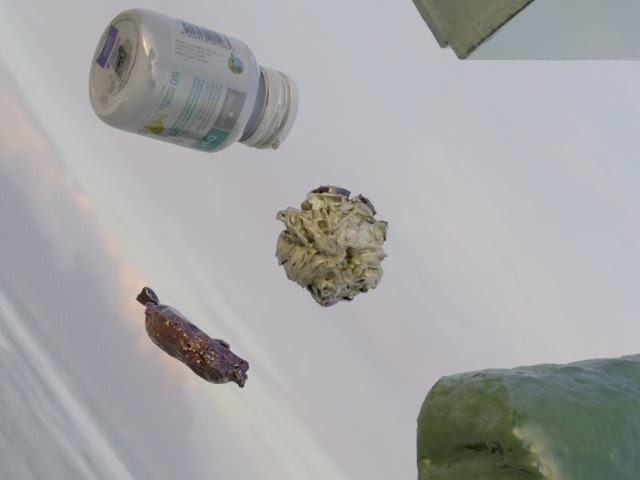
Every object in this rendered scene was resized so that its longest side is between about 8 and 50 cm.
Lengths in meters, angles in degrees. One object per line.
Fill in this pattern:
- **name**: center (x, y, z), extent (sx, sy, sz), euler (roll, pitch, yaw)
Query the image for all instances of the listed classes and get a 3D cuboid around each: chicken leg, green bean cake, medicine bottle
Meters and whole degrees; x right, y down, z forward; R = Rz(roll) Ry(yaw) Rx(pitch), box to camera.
- **chicken leg**: center (-0.165, 0.116, 1.612), extent (0.219, 0.048, 0.089), euler (32, 2, 31)
- **green bean cake**: center (0.167, 0.179, 0.806), extent (0.248, 0.125, 0.222), euler (11, 64, -47)
- **medicine bottle**: center (-0.136, -0.169, 1.496), extent (0.215, 0.135, 0.135), euler (14, 14, -35)

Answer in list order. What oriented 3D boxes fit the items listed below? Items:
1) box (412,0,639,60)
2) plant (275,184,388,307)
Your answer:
- **box**: center (0.088, -0.198, 0.584), extent (0.225, 0.117, 0.225), euler (-12, 68, -56)
- **plant**: center (0.000, 0.000, 1.223), extent (0.122, 0.104, 0.116), euler (15, -46, 54)
